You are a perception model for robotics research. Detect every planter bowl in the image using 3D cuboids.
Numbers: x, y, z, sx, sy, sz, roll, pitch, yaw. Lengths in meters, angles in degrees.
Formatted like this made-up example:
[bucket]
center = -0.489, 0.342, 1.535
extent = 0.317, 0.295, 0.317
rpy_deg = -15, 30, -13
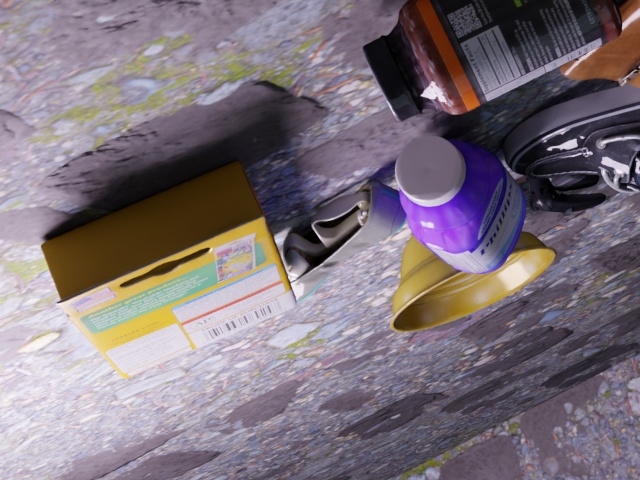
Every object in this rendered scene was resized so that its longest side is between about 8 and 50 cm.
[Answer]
[planter bowl]
center = 0.165, 0.022, 1.963
extent = 0.217, 0.090, 0.217
rpy_deg = -22, 164, -7

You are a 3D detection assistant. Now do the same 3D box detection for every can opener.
[can opener]
center = 0.299, -0.057, 1.951
extent = 0.073, 0.059, 0.186
rpy_deg = -12, 171, 28

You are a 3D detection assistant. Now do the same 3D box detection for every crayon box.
[crayon box]
center = -0.142, 0.028, 1.592
extent = 0.203, 0.083, 0.323
rpy_deg = -23, 164, -3

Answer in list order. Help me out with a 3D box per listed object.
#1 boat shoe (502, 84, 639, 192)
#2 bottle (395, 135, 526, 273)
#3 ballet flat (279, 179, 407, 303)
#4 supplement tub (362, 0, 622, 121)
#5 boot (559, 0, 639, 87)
[boat shoe]
center = 0.326, -0.098, 1.702
extent = 0.301, 0.102, 0.108
rpy_deg = -15, 160, 32
[bottle]
center = 0.144, -0.043, 1.701
extent = 0.118, 0.092, 0.283
rpy_deg = -68, 160, -5
[ballet flat]
center = 0.000, 0.000, 1.751
extent = 0.213, 0.072, 0.068
rpy_deg = -35, 132, 30
[supplement tub]
center = 0.136, -0.170, 1.327
extent = 0.198, 0.106, 0.106
rpy_deg = -25, 163, 8
[boot]
center = 0.393, -0.194, 1.495
extent = 0.264, 0.096, 0.280
rpy_deg = 5, 153, -17
